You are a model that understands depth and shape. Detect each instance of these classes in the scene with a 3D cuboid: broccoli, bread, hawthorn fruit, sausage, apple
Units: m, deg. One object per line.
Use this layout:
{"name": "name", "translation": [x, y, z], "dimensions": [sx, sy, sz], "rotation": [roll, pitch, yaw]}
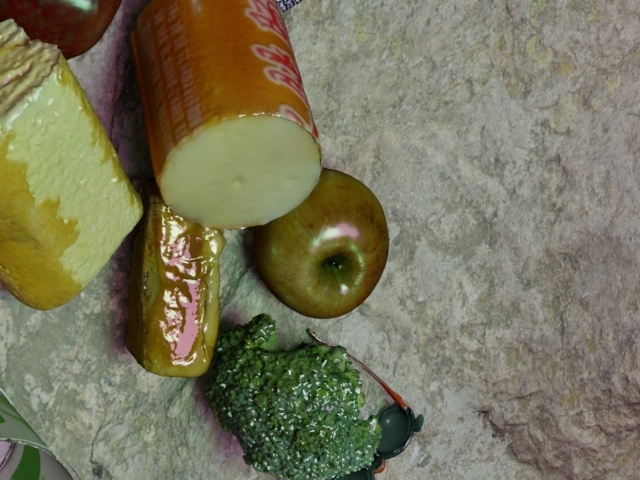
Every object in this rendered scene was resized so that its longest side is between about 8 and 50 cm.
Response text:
{"name": "broccoli", "translation": [-0.049, 0.249, 1.955], "dimensions": [0.235, 0.260, 0.288], "rotation": [-26, 92, -2]}
{"name": "bread", "translation": [-0.214, 0.049, 1.865], "dimensions": [0.132, 0.167, 0.294], "rotation": [5, 100, -11]}
{"name": "hawthorn fruit", "translation": [-0.337, -0.338, 1.631], "dimensions": [0.208, 0.248, 0.208], "rotation": [1, 88, -47]}
{"name": "sausage", "translation": [-0.132, -0.192, 1.744], "dimensions": [0.233, 0.287, 0.233], "rotation": [-9, 144, -7]}
{"name": "bread", "translation": [-0.388, -0.083, 1.645], "dimensions": [0.236, 0.165, 0.375], "rotation": [-49, 152, -17]}
{"name": "apple", "translation": [0.000, 0.000, 1.992], "dimensions": [0.237, 0.207, 0.236], "rotation": [-8, 116, -16]}

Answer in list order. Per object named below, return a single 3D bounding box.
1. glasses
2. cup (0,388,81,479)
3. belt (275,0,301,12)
{"name": "glasses", "translation": [0.025, 0.311, 2.115], "dimensions": [0.234, 0.118, 0.268], "rotation": [-50, 123, -13]}
{"name": "cup", "translation": [-0.468, 0.322, 1.672], "dimensions": [0.253, 0.274, 0.253], "rotation": [-10, 113, -25]}
{"name": "belt", "translation": [-0.106, -0.462, 1.847], "dimensions": [0.325, 0.122, 0.260], "rotation": [-31, 123, -22]}
